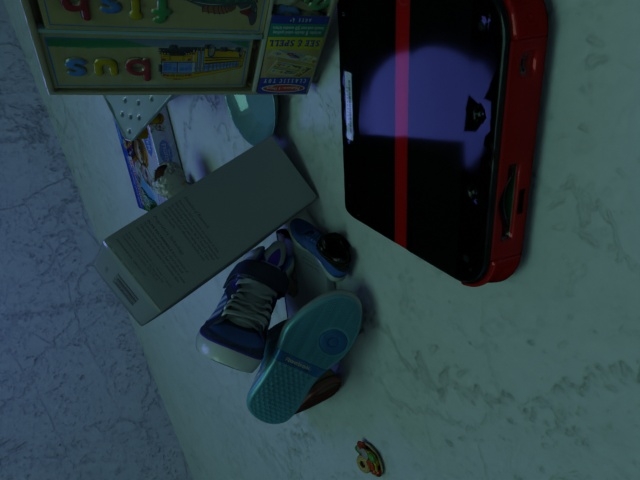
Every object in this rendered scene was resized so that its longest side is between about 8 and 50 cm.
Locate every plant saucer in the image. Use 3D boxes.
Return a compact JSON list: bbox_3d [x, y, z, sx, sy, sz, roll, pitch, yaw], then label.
[{"bbox_3d":[-0.126,-0.278,1.134,0.195,0.037,0.194,38,139,42],"label":"plant saucer"}]

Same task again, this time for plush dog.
[{"bbox_3d":[-0.350,-0.059,1.541,0.225,0.211,0.262,-176,96,-72],"label":"plush dog"}]

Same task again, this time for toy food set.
[{"bbox_3d":[0.103,0.467,1.259,0.083,0.020,0.082,11,118,56],"label":"toy food set"}]

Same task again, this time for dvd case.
[{"bbox_3d":[-0.026,0.115,1.241,0.180,0.022,0.253,28,131,48],"label":"dvd case"}]

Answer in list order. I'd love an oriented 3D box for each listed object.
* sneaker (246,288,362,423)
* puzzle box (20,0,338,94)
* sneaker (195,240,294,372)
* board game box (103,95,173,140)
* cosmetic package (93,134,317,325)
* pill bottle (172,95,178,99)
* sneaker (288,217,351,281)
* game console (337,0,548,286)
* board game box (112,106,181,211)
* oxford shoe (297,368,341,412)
[{"bbox_3d":[-0.033,0.184,1.158,0.127,0.208,0.319,34,110,-11],"label":"sneaker"},{"bbox_3d":[-0.189,-0.304,0.829,0.272,0.409,0.052,119,143,-64],"label":"puzzle box"},{"bbox_3d":[-0.135,0.106,1.154,0.323,0.130,0.236,-151,84,-85],"label":"sneaker"},{"bbox_3d":[-0.352,-0.468,1.203,0.390,0.050,0.389,-37,75,31],"label":"board game box"},{"bbox_3d":[-0.207,-0.018,1.084,0.155,0.365,0.197,52,149,-4],"label":"cosmetic package"},{"bbox_3d":[-0.432,-0.398,1.436,0.265,0.153,0.153,7,115,57],"label":"pill bottle"},{"bbox_3d":[0.001,0.000,1.083,0.152,0.058,0.084,51,152,20],"label":"sneaker"},{"bbox_3d":[0.136,-0.155,0.787,0.342,0.060,0.386,37,137,51],"label":"game console"},{"bbox_3d":[-0.499,-0.233,1.737,0.318,0.066,0.318,16,122,54],"label":"board game box"},{"bbox_3d":[-0.062,0.323,1.338,0.348,0.123,0.130,-44,65,57],"label":"oxford shoe"}]
